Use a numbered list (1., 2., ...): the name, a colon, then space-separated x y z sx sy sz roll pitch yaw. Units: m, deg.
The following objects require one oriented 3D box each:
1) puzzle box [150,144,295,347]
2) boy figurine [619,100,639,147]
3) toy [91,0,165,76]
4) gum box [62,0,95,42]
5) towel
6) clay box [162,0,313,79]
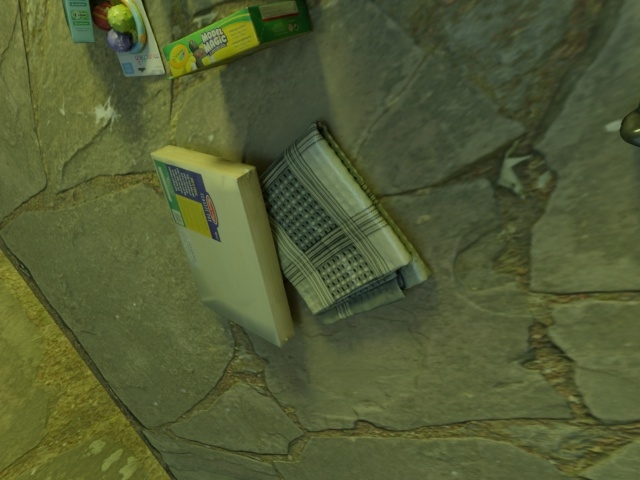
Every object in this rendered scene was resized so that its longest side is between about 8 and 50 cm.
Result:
1. puzzle box: -0.197 0.015 1.003 0.272 0.052 0.409 20 133 37
2. boy figurine: 0.382 -0.202 0.399 0.177 0.092 0.285 32 137 22
3. toy: -0.387 -0.423 0.895 0.137 0.056 0.237 12 124 36
4. gum box: -0.454 -0.479 0.875 0.157 0.041 0.184 53 146 42
5. towel: 0.000 0.000 0.868 0.324 0.056 0.312 52 136 -3
6. clay box: -0.136 -0.299 0.725 0.222 0.127 0.053 0 117 38
